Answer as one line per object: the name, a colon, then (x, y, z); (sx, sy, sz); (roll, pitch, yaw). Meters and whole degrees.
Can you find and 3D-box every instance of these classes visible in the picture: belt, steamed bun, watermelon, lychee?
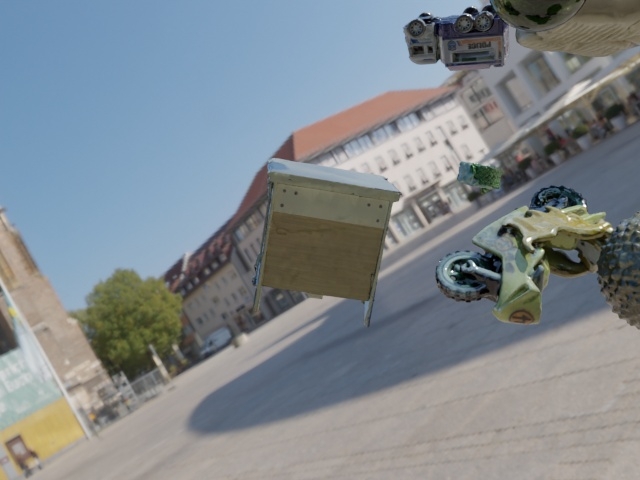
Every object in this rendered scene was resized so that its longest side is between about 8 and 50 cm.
belt: (0.435, -0.170, 1.821); (0.121, 0.079, 0.151); (12, 9, 9)
steamed bun: (0.622, -0.586, 1.550); (0.368, 0.255, 0.342); (0, 1, -10)
watermelon: (0.430, -0.496, 1.269); (0.215, 0.188, 0.188); (-5, -4, 1)
lychee: (0.651, 0.059, 1.233); (0.255, 0.255, 0.274); (-32, -4, 18)

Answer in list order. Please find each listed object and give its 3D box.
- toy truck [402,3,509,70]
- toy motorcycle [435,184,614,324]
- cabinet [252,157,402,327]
toy truck: (0.365, -0.537, 1.785); (0.268, 0.155, 0.124); (2, 29, 24)
toy motorcycle: (0.453, 0.032, 1.424); (0.410, 0.237, 0.168); (-34, -34, -18)
cabinet: (0.000, 0.000, 1.524); (0.290, 0.317, 0.227); (8, 14, -7)
